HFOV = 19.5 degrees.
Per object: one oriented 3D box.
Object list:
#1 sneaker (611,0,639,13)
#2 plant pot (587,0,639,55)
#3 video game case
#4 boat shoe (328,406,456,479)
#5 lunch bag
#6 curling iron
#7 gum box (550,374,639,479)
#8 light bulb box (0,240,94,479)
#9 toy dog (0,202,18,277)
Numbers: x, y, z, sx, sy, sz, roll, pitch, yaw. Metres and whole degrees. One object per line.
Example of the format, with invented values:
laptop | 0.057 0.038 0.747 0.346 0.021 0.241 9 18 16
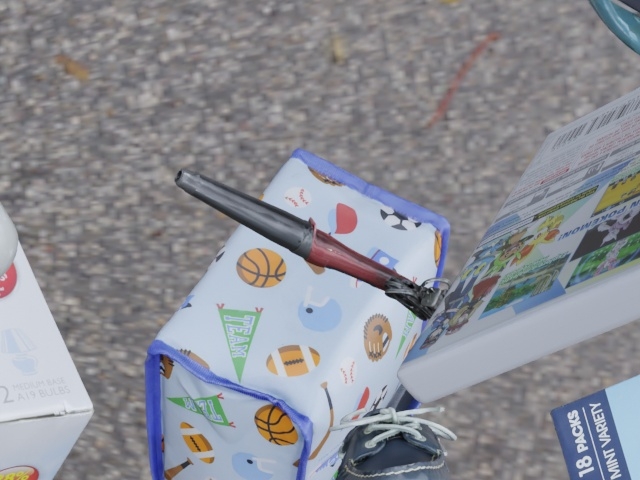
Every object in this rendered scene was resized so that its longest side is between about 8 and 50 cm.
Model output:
sneaker | 0.213 -0.097 0.642 0.235 0.153 0.094 -2 115 -52
plant pot | 0.231 -0.195 0.980 0.290 0.290 0.195 41 55 -24
video game case | 0.227 -0.038 1.245 0.036 0.329 0.300 50 45 -14
boat shoe | 0.056 0.164 1.402 0.095 0.254 0.079 -3 87 4
lunch bag | -0.025 0.159 2.042 0.239 0.385 0.328 28 54 14
curling iron | 0.000 0.000 1.580 0.274 0.068 0.035 28 73 -17
gum box | 0.200 0.109 0.748 0.041 0.184 0.157 37 34 -53
light bulb box | -0.457 0.194 1.738 0.358 0.361 0.225 -7 55 -36
toy dog | -0.371 0.006 1.136 0.334 0.220 0.161 -15 79 -27
